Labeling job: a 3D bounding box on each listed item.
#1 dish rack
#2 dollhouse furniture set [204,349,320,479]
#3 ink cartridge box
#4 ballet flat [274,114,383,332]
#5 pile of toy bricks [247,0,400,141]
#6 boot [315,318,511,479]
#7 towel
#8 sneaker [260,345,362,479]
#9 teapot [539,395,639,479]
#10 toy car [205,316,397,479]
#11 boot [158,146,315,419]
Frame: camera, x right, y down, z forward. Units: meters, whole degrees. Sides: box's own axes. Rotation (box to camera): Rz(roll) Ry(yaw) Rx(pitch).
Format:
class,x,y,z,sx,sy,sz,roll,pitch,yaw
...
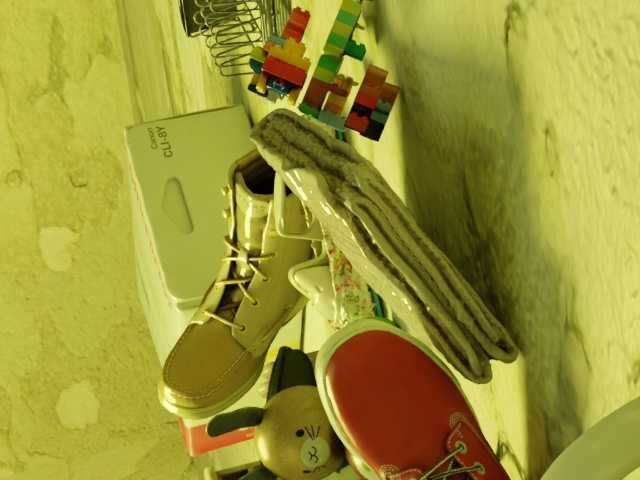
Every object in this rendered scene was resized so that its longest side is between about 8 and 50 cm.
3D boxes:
class,x,y,z,sx,sy,sz,roll,pitch,yaw
dish rack,-0.098,-0.271,1.614,0.271,0.074,0.208,-118,18,-53
dollhouse furniture set,-0.034,0.261,1.683,0.242,0.161,0.212,104,151,-67
ink cartridge box,-0.136,0.056,1.960,0.384,0.160,0.279,94,159,-57
ballet flat,0.000,0.000,1.429,0.091,0.077,0.241,-177,74,-78
pile of toy bricks,0.010,-0.147,1.204,0.212,0.118,0.105,-106,38,-87
boot,0.096,0.166,0.997,0.244,0.088,0.176,54,177,-22
towel,0.037,-0.002,1.125,0.187,0.049,0.282,51,178,-17
sneaker,0.016,0.245,1.488,0.122,0.146,0.330,97,169,-49
teapot,0.155,0.192,0.578,0.252,0.187,0.256,115,141,-72
toy car,-0.002,0.175,1.349,0.149,0.188,0.155,-128,26,-66
boot,-0.077,0.032,1.517,0.095,0.262,0.203,26,141,20
